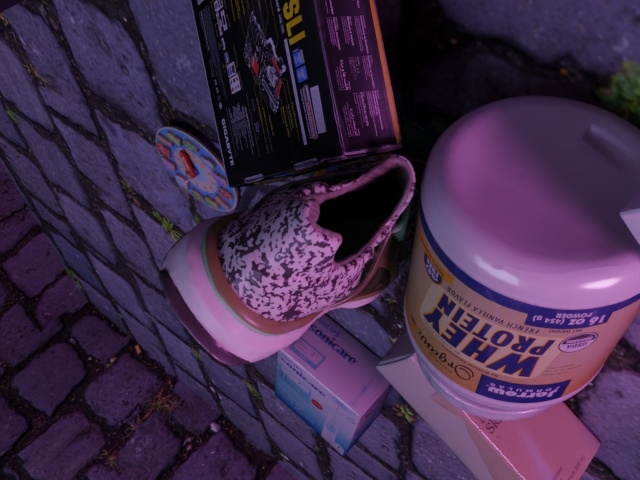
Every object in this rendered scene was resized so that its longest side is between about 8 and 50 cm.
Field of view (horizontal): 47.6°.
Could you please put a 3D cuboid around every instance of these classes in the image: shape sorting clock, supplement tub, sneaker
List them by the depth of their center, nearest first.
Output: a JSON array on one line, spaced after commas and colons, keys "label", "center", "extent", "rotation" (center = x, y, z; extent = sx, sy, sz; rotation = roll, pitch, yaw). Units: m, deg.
[{"label": "sneaker", "center": [0.041, -0.015, 0.709], "extent": [0.182, 0.410, 0.158], "rotation": [-33, 90, 33]}, {"label": "supplement tub", "center": [0.205, 0.036, 0.745], "extent": [0.228, 0.228, 0.316], "rotation": [34, 152, 23]}, {"label": "shape sorting clock", "center": [-0.239, -0.134, 1.391], "extent": [0.206, 0.040, 0.206], "rotation": [36, 153, 21]}]

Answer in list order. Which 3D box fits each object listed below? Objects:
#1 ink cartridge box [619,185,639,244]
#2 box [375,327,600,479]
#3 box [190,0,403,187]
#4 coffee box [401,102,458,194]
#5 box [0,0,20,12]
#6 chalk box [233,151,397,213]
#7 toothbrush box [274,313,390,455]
[{"label": "ink cartridge box", "center": [0.343, -0.050, 0.495], "extent": [0.093, 0.154, 0.212], "rotation": [50, 155, -9]}, {"label": "box", "center": [0.248, 0.245, 1.086], "extent": [0.311, 0.148, 0.121], "rotation": [47, 154, -4]}, {"label": "box", "center": [-0.046, -0.228, 0.760], "extent": [0.257, 0.079, 0.322], "rotation": [-7, 95, 57]}, {"label": "coffee box", "center": [0.154, -0.069, 0.886], "extent": [0.113, 0.040, 0.184], "rotation": [32, 151, 28]}, {"label": "box", "center": [-0.317, -0.423, 0.672], "extent": [0.293, 0.395, 0.212], "rotation": [43, 155, 6]}, {"label": "chalk box", "center": [-0.011, -0.045, 0.938], "extent": [0.132, 0.213, 0.132], "rotation": [33, 167, -38]}, {"label": "toothbrush box", "center": [0.023, 0.307, 1.541], "extent": [0.216, 0.126, 0.296], "rotation": [38, 152, 16]}]
